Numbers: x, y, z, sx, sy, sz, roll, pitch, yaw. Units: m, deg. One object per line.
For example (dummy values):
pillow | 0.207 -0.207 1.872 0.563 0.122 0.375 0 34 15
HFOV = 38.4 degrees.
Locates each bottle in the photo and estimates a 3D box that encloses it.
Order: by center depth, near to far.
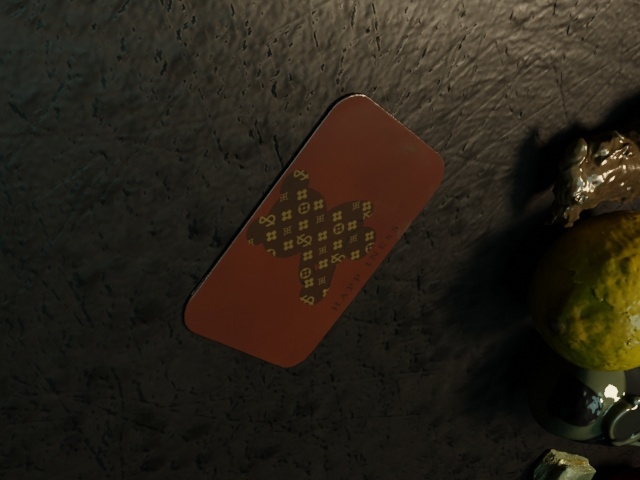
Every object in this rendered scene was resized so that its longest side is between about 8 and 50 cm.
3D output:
bottle | 0.413 0.192 1.202 0.347 0.168 0.169 7 116 -37

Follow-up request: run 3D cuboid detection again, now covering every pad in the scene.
pad | 0.000 0.000 0.867 0.181 0.004 0.267 30 99 -46

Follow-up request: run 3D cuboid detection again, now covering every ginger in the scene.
ginger | 0.371 -0.096 1.020 0.290 0.084 0.122 -22 126 -24

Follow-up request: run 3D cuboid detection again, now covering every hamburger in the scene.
hamburger | 0.355 0.358 1.357 0.121 0.054 0.084 16 108 -50

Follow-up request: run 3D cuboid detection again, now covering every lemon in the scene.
lemon | 0.331 0.055 1.036 0.193 0.180 0.180 -57 139 -19

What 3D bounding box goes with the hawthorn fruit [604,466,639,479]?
hawthorn fruit | 0.536 0.463 1.419 0.300 0.254 0.254 -47 137 17
